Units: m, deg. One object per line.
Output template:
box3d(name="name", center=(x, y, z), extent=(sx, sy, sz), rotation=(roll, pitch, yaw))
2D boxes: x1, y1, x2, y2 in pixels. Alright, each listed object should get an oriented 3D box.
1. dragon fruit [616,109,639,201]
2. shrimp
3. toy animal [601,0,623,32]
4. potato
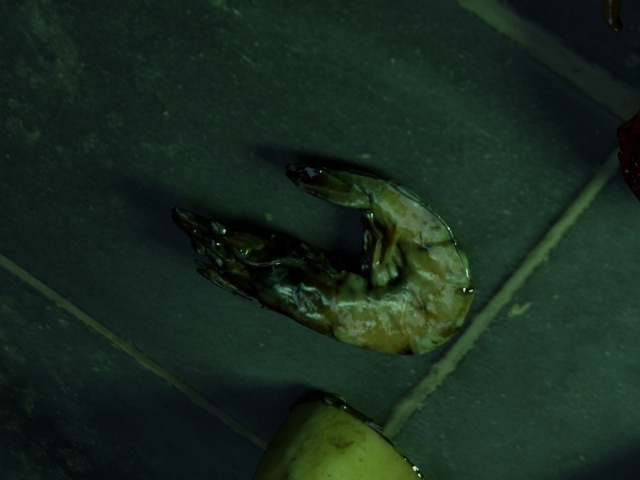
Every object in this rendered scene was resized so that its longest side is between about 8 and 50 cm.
box3d(name="dragon fruit", center=(0.382, -0.052, 1.473), extent=(0.189, 0.163, 0.262), rotation=(-28, 108, 9))
box3d(name="shrimp", center=(0.000, 0.000, 1.826), extent=(0.365, 0.071, 0.233), rotation=(23, 127, 15))
box3d(name="toy animal", center=(0.238, -0.263, 1.444), extent=(0.241, 0.057, 0.099), rotation=(36, 131, 3))
box3d(name="potato", center=(0.016, 0.353, 2.017), extent=(0.242, 0.242, 0.285), rotation=(-3, 128, 35))
